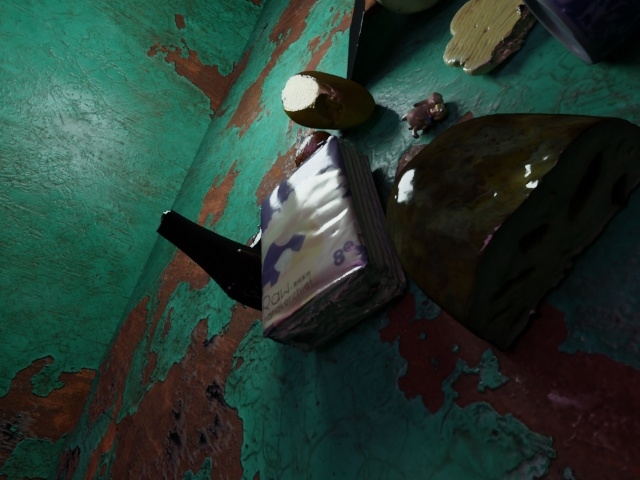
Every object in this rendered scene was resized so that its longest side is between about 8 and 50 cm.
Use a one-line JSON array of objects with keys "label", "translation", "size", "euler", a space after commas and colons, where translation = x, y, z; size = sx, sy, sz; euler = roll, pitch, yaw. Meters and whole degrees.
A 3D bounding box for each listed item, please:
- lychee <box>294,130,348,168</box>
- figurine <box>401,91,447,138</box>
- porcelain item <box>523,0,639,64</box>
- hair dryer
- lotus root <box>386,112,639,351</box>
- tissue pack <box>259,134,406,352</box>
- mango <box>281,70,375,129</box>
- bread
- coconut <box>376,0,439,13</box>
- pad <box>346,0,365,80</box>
[{"label": "lychee", "translation": [0.007, -0.200, 0.968], "size": [0.140, 0.101, 0.114], "euler": [-44, 48, 6]}, {"label": "figurine", "translation": [0.190, -0.218, 0.766], "size": [0.083, 0.047, 0.050], "euler": [-42, 50, 19]}, {"label": "porcelain item", "translation": [0.323, -0.299, 0.512], "size": [0.114, 0.147, 0.147], "euler": [-43, 35, 31]}, {"label": "hair dryer", "translation": [-0.152, -0.022, 0.962], "size": [0.120, 0.304, 0.359], "euler": [-51, 7, 38]}, {"label": "lotus root", "translation": [0.186, -0.059, 0.539], "size": [0.267, 0.149, 0.260], "euler": [-54, 31, 8]}, {"label": "tissue pack", "translation": [0.000, 0.000, 0.785], "size": [0.242, 0.125, 0.343], "euler": [-38, 38, 28]}, {"label": "mango", "translation": [0.018, -0.317, 0.997], "size": [0.262, 0.167, 0.129], "euler": [36, 121, 53]}, {"label": "bread", "translation": [0.307, -0.393, 0.723], "size": [0.250, 0.039, 0.181], "euler": [-52, 31, 17]}, {"label": "coconut", "translation": [0.189, -0.621, 0.890], "size": [0.245, 0.245, 0.247], "euler": [-23, 54, 48]}, {"label": "pad", "translation": [0.090, -0.556, 1.094], "size": [0.247, 0.007, 0.367], "euler": [103, 173, -56]}]
